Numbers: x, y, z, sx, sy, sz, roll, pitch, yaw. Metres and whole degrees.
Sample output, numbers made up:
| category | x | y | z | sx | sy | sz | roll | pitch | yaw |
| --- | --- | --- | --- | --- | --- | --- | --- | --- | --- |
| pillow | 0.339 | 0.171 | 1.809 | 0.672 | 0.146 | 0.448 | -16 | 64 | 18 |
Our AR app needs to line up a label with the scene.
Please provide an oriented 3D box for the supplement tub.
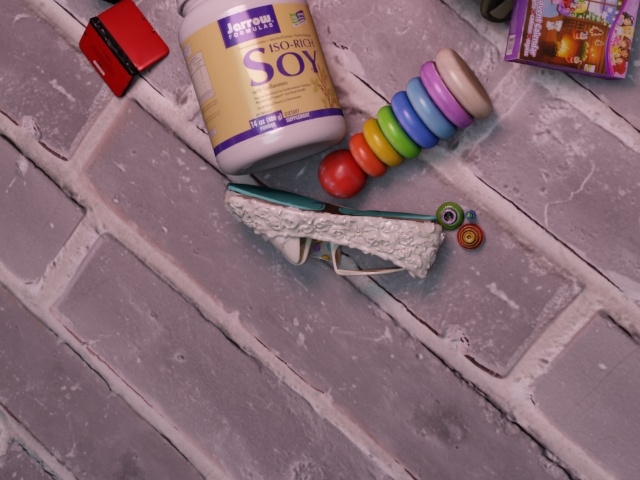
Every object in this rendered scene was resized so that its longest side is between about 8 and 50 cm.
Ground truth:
| category | x | y | z | sx | sy | sz | roll | pitch | yaw |
| --- | --- | --- | --- | --- | --- | --- | --- | --- | --- |
| supplement tub | -0.110 | -0.302 | 1.539 | 0.241 | 0.241 | 0.332 | -18 | 89 | 15 |

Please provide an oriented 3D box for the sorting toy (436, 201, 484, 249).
| category | x | y | z | sx | sy | sz | roll | pitch | yaw |
| --- | --- | --- | --- | --- | --- | --- | --- | --- | --- |
| sorting toy | 0.251 | -0.029 | 1.563 | 0.102 | 0.042 | 0.061 | 43 | 103 | 9 |

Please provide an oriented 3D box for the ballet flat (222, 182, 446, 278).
| category | x | y | z | sx | sy | sz | roll | pitch | yaw |
| --- | --- | --- | --- | --- | --- | --- | --- | --- | --- |
| ballet flat | 0.014 | -0.008 | 1.558 | 0.408 | 0.147 | 0.147 | 10 | 96 | 7 |

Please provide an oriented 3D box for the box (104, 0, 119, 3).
| category | x | y | z | sx | sy | sz | roll | pitch | yaw |
| --- | --- | --- | --- | --- | --- | --- | --- | --- | --- |
| box | -0.343 | -0.594 | 1.654 | 0.261 | 0.103 | 0.184 | -24 | 90 | 16 |

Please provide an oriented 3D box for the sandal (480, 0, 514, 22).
| category | x | y | z | sx | sy | sz | roll | pitch | yaw |
| --- | --- | --- | --- | --- | --- | --- | --- | --- | --- |
| sandal | 0.330 | -0.518 | 1.488 | 0.086 | 0.120 | 0.303 | 18 | 97 | 44 |

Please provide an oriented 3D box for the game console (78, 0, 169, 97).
| category | x | y | z | sx | sy | sz | roll | pitch | yaw |
| --- | --- | --- | --- | --- | --- | --- | --- | --- | --- |
| game console | -0.388 | -0.377 | 1.726 | 0.144 | 0.085 | 0.124 | 52 | 135 | 7 |

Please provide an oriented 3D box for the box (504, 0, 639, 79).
| category | x | y | z | sx | sy | sz | roll | pitch | yaw |
| --- | --- | --- | --- | --- | --- | --- | --- | --- | --- |
| box | 0.426 | -0.425 | 1.438 | 0.200 | 0.057 | 0.294 | 7 | 96 | -15 |

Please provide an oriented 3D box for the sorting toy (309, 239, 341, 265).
| category | x | y | z | sx | sy | sz | roll | pitch | yaw |
| --- | --- | --- | --- | --- | --- | --- | --- | --- | --- |
| sorting toy | 0.000 | 0.000 | 1.639 | 0.083 | 0.045 | 0.075 | 11 | 77 | 14 |

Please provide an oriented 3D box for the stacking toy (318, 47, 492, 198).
| category | x | y | z | sx | sy | sz | roll | pitch | yaw |
| --- | --- | --- | --- | --- | --- | --- | --- | --- | --- |
| stacking toy | 0.133 | -0.190 | 1.551 | 0.330 | 0.141 | 0.141 | -35 | 85 | 21 |
